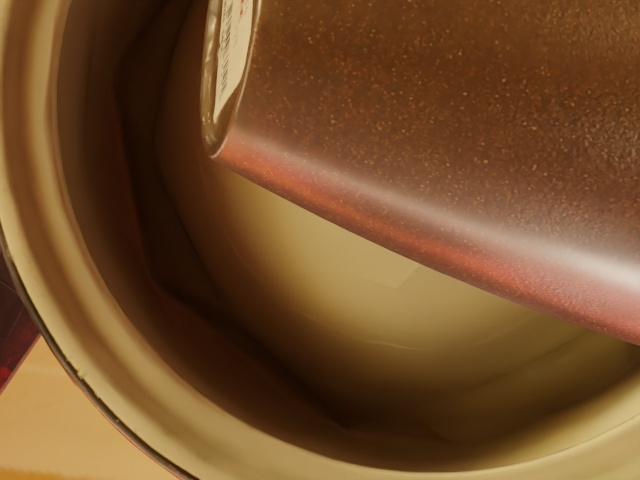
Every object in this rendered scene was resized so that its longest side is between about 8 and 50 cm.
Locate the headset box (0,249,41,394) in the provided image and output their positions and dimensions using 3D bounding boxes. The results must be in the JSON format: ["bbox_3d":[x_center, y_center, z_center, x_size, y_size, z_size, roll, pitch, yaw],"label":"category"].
[{"bbox_3d":[-0.271,0.004,0.911,0.218,0.110,0.293,33,-86,-27],"label":"headset box"}]

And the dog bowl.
[{"bbox_3d":[0.051,-0.062,0.750,0.408,0.150,0.408,0,-93,1],"label":"dog bowl"}]

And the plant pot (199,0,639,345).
[{"bbox_3d":[0.078,-0.065,0.561,0.230,0.215,0.215,7,-67,-13],"label":"plant pot"}]
